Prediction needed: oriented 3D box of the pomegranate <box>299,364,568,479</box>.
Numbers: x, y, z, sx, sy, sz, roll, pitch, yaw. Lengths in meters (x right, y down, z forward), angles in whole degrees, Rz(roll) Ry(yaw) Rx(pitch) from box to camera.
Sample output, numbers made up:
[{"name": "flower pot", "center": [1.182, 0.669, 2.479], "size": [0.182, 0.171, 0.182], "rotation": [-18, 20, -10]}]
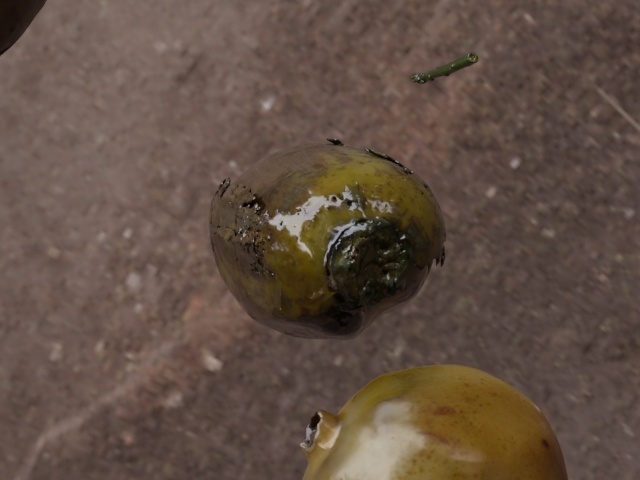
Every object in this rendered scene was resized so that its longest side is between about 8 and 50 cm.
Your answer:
[{"name": "pomegranate", "center": [0.094, 0.208, 1.352], "size": [0.233, 0.233, 0.233], "rotation": [-21, 54, 31]}]

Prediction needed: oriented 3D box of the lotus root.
[{"name": "lotus root", "center": [0.000, 0.000, 1.566], "size": [0.195, 0.179, 0.397], "rotation": [-16, 9, -13]}]

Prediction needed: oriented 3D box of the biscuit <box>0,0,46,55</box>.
[{"name": "biscuit", "center": [-0.226, -0.151, 0.589], "size": [0.359, 0.046, 0.359], "rotation": [-4, 60, 7]}]

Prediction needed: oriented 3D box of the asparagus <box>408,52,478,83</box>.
[{"name": "asparagus", "center": [0.121, -0.169, 1.675], "size": [0.016, 0.016, 0.163], "rotation": [-65, 15, -10]}]
